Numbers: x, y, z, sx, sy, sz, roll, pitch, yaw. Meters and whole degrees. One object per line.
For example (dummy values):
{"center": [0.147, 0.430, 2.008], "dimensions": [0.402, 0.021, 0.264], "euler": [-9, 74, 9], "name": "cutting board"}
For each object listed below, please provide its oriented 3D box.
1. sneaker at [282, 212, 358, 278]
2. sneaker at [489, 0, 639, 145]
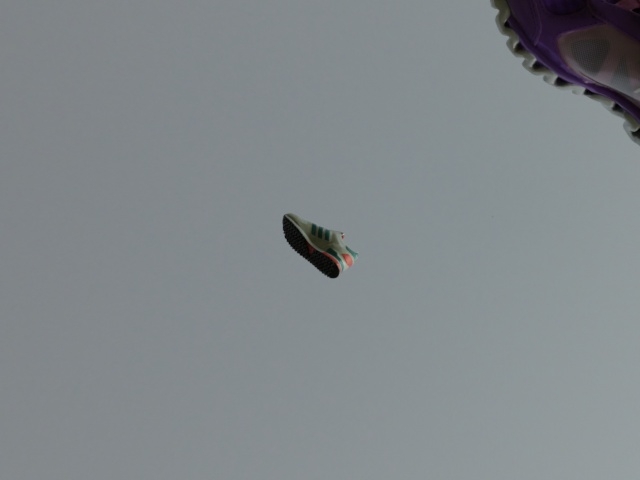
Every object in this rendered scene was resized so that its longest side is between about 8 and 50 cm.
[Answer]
{"center": [0.000, 0.000, 1.230], "dimensions": [0.161, 0.075, 0.057], "euler": [41, -39, 27], "name": "sneaker"}
{"center": [0.214, -0.122, 0.420], "dimensions": [0.236, 0.104, 0.095], "euler": [37, -111, -10], "name": "sneaker"}
